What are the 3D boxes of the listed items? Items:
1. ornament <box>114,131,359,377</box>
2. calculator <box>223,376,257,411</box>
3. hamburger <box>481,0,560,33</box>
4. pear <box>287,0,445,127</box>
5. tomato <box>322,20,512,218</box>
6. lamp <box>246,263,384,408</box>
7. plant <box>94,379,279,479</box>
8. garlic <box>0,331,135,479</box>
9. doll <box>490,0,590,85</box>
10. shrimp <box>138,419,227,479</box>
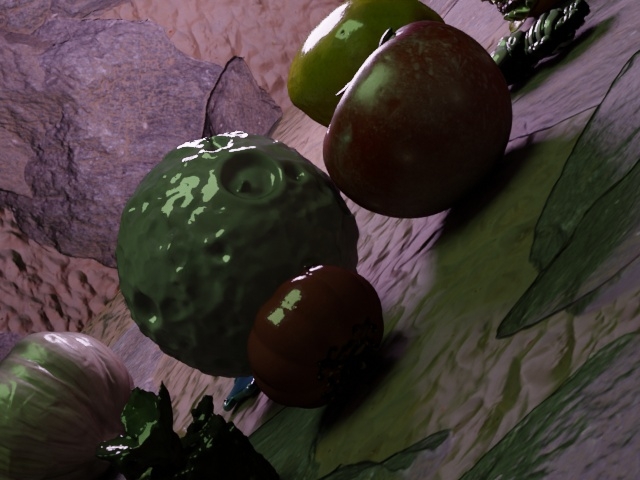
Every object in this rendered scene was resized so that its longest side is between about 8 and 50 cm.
[{"bbox_3d":[-0.113,0.013,1.867,0.337,0.337,0.337,-45,12,12],"label":"ornament"},{"bbox_3d":[-0.100,0.196,2.025,0.094,0.019,0.141,-39,13,32],"label":"calculator"},{"bbox_3d":[0.365,-0.475,2.268,0.261,0.138,0.243,-42,12,29],"label":"hamburger"},{"bbox_3d":[0.086,-0.305,2.417,0.307,0.253,0.253,-25,23,35],"label":"pear"},{"bbox_3d":[0.134,-0.152,1.823,0.270,0.227,0.270,-53,-5,-7],"label":"tomato"},{"bbox_3d":[0.001,0.118,1.614,0.182,0.140,0.182,-32,-38,-29],"label":"lamp"},{"bbox_3d":[-0.149,0.255,1.568,0.142,0.203,0.131,-39,20,11],"label":"plant"},{"bbox_3d":[-0.439,0.294,2.336,0.317,0.259,0.317,-46,-25,-30],"label":"garlic"},{"bbox_3d":[0.308,-0.284,2.027,0.219,0.067,0.091,-37,18,46],"label":"doll"},{"bbox_3d":[-0.215,0.342,1.890,0.253,0.058,0.173,-46,20,1],"label":"shrimp"}]
